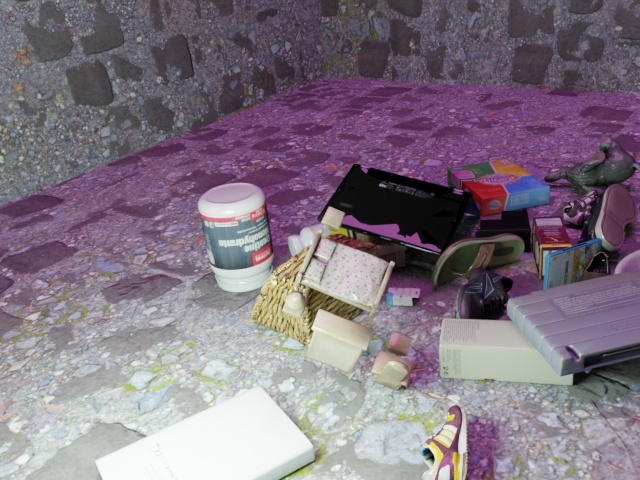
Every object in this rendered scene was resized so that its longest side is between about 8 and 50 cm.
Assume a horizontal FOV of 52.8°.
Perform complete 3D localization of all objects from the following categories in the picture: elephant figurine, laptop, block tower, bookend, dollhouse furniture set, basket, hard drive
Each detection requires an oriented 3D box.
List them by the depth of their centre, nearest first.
[{"bbox_3d":[-0.220,0.417,1.224,0.353,0.047,0.233,-21,29,-25],"label":"hard drive"},{"bbox_3d":[0.102,0.092,1.396,0.303,0.174,0.356,22,62,3],"label":"dollhouse furniture set"},{"bbox_3d":[-0.022,0.095,1.644,0.223,0.213,0.299,18,35,39],"label":"basket"},{"bbox_3d":[0.542,-0.031,1.929,0.157,0.072,0.156,-1,26,13],"label":"bookend"},{"bbox_3d":[0.155,-0.013,1.964,0.091,0.097,0.335,-13,25,-13],"label":"block tower"},{"bbox_3d":[0.257,-0.073,1.979,0.382,0.236,0.408,17,51,22],"label":"laptop"},{"bbox_3d":[0.922,-0.225,2.183,0.239,0.186,0.169,-23,72,-9],"label":"elephant figurine"}]

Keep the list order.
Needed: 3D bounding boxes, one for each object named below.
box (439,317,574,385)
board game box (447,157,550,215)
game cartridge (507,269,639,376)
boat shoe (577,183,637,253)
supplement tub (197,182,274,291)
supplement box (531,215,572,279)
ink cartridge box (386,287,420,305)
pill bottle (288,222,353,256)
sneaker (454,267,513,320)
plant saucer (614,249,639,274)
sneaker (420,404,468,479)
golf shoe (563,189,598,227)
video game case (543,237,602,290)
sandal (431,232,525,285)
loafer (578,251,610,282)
[{"bbox_3d":[0.398,0.237,1.390,0.275,0.094,0.113,2,28,16],"label":"box"},{"bbox_3d":[0.612,-0.192,2.250,0.242,0.064,0.316,-10,26,-8],"label":"board game box"},{"bbox_3d":[0.596,0.160,1.329,0.355,0.068,0.230,-11,24,-8],"label":"game cartridge"},{"bbox_3d":[0.824,-0.051,1.867,0.113,0.127,0.340,-42,5,44],"label":"boat shoe"},{"bbox_3d":[-0.235,-0.011,1.842,0.191,0.272,0.191,-6,26,3],"label":"supplement tub"},{"bbox_3d":[0.632,0.018,1.769,0.080,0.104,0.188,-1,26,12],"label":"supplement box"},{"bbox_3d":[0.218,0.147,1.689,0.083,0.028,0.048,0,27,15],"label":"ink cartridge box"},{"bbox_3d":[0.000,0.000,1.959,0.184,0.103,0.103,-16,27,-17],"label":"pill bottle"},{"bbox_3d":[0.397,0.143,1.576,0.106,0.101,0.267,9,30,24],"label":"sneaker"},{"bbox_3d":[0.886,0.135,1.474,0.400,0.101,0.400,-6,25,3],"label":"plant saucer"},{"bbox_3d":[0.227,0.370,1.187,0.083,0.070,0.185,3,26,9],"label":"sneaker"},{"bbox_3d":[0.815,-0.109,2.019,0.094,0.077,0.198,8,29,29],"label":"golf shoe"},{"bbox_3d":[0.644,0.067,1.648,0.166,0.119,0.015,-15,29,-17],"label":"video game case"},{"bbox_3d":[0.436,0.054,1.742,0.302,0.120,0.086,-15,41,-17],"label":"sandal"},{"bbox_3d":[0.658,0.111,1.568,0.080,0.078,0.220,6,45,25],"label":"loafer"}]
